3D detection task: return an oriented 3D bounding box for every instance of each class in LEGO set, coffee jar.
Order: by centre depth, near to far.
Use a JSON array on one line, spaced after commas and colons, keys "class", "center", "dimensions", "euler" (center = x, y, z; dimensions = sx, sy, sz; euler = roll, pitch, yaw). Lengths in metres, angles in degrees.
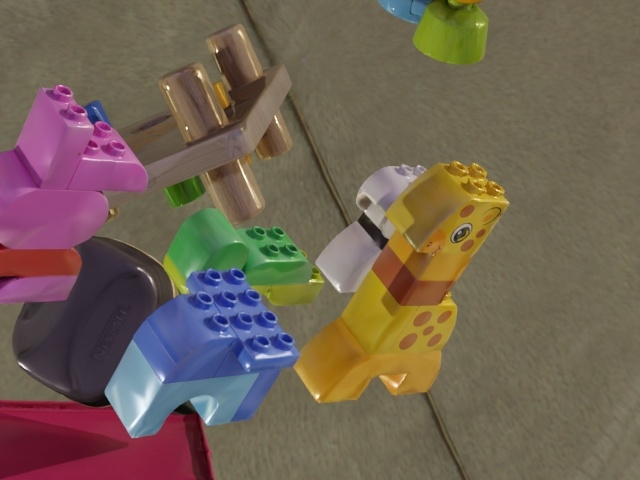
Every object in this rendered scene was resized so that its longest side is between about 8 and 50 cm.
[{"class": "LEGO set", "center": [0.000, 0.000, 0.374], "dimensions": [0.087, 0.227, 0.093], "euler": [50, 123, 32]}, {"class": "coffee jar", "center": [-0.114, 0.056, 0.698], "dimensions": [0.079, 0.184, 0.096], "euler": [25, 86, 16]}]

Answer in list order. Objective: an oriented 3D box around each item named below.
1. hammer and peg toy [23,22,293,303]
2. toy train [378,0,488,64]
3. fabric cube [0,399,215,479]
[{"class": "hammer and peg toy", "center": [-0.203, -0.048, 0.943], "dimensions": [0.361, 0.266, 0.127], "euler": [-20, 106, 12]}, {"class": "toy train", "center": [0.093, -0.168, 0.673], "dimensions": [0.105, 0.248, 0.143], "euler": [4, 123, -14]}, {"class": "fabric cube", "center": [-0.198, 0.269, 0.738], "dimensions": [0.254, 0.259, 0.258], "euler": [2, 104, -12]}]
